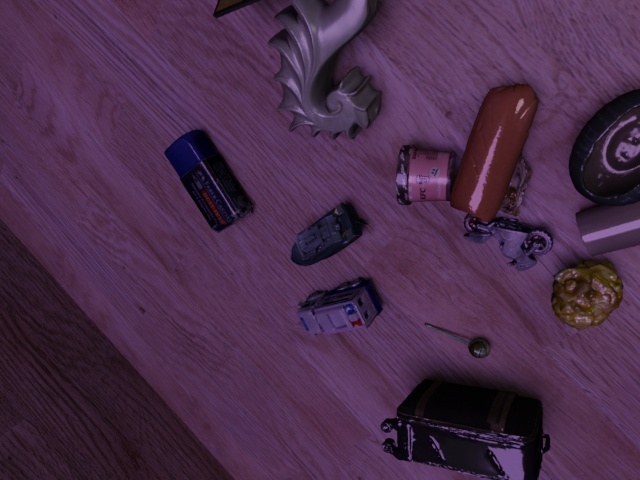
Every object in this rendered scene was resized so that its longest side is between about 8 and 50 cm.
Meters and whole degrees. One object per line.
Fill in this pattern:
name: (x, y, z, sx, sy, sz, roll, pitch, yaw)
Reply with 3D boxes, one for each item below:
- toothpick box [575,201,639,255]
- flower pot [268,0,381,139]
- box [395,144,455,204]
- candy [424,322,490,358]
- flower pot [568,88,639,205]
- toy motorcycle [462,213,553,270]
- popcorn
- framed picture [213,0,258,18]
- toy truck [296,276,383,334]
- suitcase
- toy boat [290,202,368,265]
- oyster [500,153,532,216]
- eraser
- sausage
toothpick box: (0.667, -0.041, 0.992, 0.180, 0.111, 0.111, -22, 101, 37)
flower pot: (0.013, -0.437, 1.127, 0.253, 0.165, 0.368, 11, 132, 21)
box: (0.268, -0.161, 1.154, 0.134, 0.151, 0.151, 6, 116, 18)
candy: (0.399, 0.289, 1.357, 0.202, 0.061, 0.061, 22, 123, 30)
flower pot: (0.616, -0.183, 0.917, 0.189, 0.157, 0.243, 40, 123, 17)
toy motorcycle: (0.464, 0.001, 1.158, 0.215, 0.080, 0.123, 21, 120, 27)
popcorn: (0.624, 0.124, 1.077, 0.142, 0.173, 0.174, 27, 126, 37)
framed picture: (-0.099, -0.671, 1.085, 0.338, 0.256, 0.014, -3, 155, 31)
toy truck: (0.046, 0.225, 1.462, 0.267, 0.155, 0.125, -20, 102, 36)
suitcase: (0.420, 0.534, 1.323, 0.433, 0.283, 0.195, 1, 95, 31)
toy boat: (-0.001, -0.001, 1.403, 0.296, 0.122, 0.114, -34, 69, 40)
oyster: (0.450, -0.145, 1.100, 0.105, 0.056, 0.177, -21, 83, 33)
eraser: (-0.371, -0.196, 1.537, 0.154, 0.101, 0.332, -27, 98, 36)
sausage: (0.389, -0.200, 1.040, 0.121, 0.121, 0.305, 21, 106, 21)
